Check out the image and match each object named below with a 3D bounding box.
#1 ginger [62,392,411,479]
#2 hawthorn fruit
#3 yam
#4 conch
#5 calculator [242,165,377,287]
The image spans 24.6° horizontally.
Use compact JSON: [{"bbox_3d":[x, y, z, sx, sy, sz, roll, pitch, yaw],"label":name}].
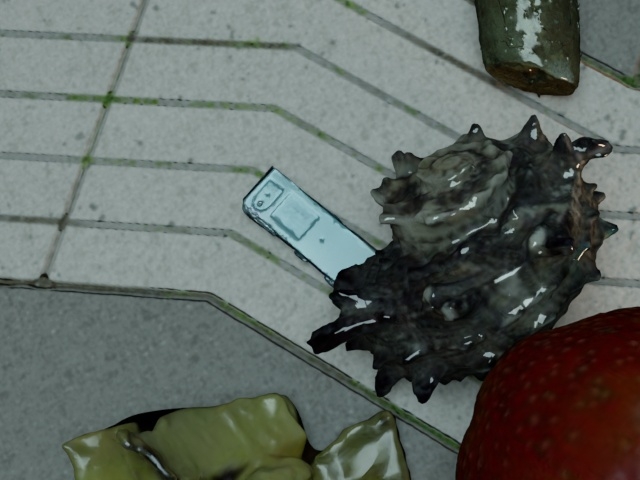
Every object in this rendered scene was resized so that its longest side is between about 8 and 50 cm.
[{"bbox_3d":[-0.078,0.285,1.284,0.413,0.211,0.358,17,79,11],"label":"ginger"},{"bbox_3d":[0.271,0.198,1.173,0.284,0.369,0.285,0,91,-15],"label":"hawthorn fruit"},{"bbox_3d":[0.198,-0.230,1.408,0.107,0.107,0.183,-4,79,7],"label":"yam"},{"bbox_3d":[0.126,0.007,1.334,0.313,0.186,0.240,-51,56,7],"label":"conch"},{"bbox_3d":[0.000,0.000,1.426,0.172,0.018,0.057,39,87,13],"label":"calculator"}]
